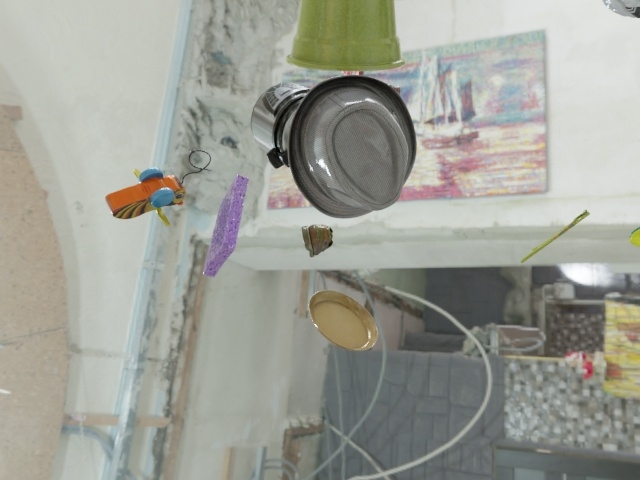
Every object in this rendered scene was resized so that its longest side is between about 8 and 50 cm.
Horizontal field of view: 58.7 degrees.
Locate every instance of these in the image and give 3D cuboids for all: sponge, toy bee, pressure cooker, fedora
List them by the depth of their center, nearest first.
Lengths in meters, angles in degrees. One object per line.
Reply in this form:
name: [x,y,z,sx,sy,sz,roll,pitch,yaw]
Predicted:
fedora: [0.072,-0.146,0.987,0.124,0.243,0.276,-124,13,-62]
sponge: [-0.201,-0.033,1.218,0.031,0.117,0.210,22,-135,-19]
toy bee: [-0.448,-0.125,1.627,0.162,0.298,0.195,100,161,-67]
pressure cooker: [-0.084,-0.512,2.605,0.375,0.420,0.370,4,-67,-33]

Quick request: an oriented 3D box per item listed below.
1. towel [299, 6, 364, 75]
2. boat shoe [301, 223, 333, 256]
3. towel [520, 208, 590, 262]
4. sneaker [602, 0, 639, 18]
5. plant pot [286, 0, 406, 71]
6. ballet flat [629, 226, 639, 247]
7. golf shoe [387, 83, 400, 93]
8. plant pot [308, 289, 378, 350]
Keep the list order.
towel: [0.032,-0.576,1.586,0.031,0.275,0.199,-33,-24,-23]
boat shoe: [0.000,0.000,2.125,0.307,0.104,0.111,34,-134,-86]
towel: [0.720,-0.011,1.762,0.102,0.237,0.021,-24,-108,-39]
sneaker: [0.830,-0.624,1.256,0.210,0.365,0.138,76,-166,-50]
plant pot: [0.061,-0.523,1.252,0.276,0.275,0.254,-47,-37,-57]
ballet flat: [0.775,-0.015,1.184,0.077,0.230,0.077,69,-170,-45]
golf shoe: [0.229,-0.476,2.056,0.068,0.085,0.186,-78,0,-56]
plant pot: [0.064,0.245,1.713,0.032,0.236,0.236,-58,-8,30]
